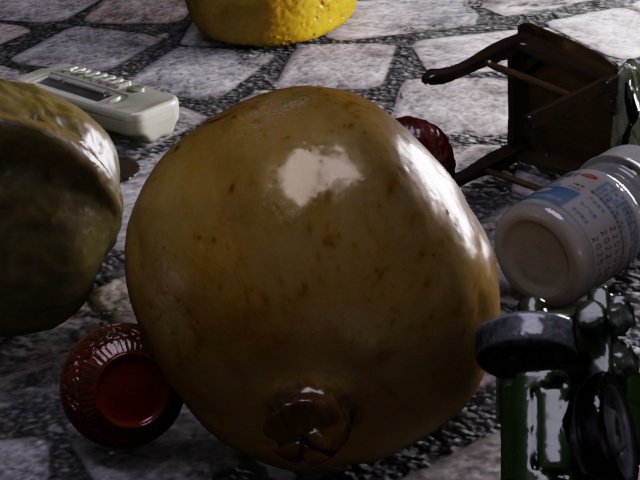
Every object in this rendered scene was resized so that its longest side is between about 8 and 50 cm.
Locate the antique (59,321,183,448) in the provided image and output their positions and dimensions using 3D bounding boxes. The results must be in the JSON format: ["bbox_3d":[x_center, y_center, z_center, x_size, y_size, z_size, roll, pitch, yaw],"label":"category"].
[{"bbox_3d":[-0.155,0.113,1.238,0.104,0.104,0.104,-3,26,2],"label":"antique"}]

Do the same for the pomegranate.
[{"bbox_3d":[-0.008,0.028,1.187,0.307,0.307,0.307,-3,26,2],"label":"pomegranate"}]

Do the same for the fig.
[{"bbox_3d":[0.079,-0.050,1.572,0.119,0.153,0.119,-1,63,2],"label":"fig"}]

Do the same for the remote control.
[{"bbox_3d":[-0.266,-0.165,1.891,0.230,0.049,0.090,20,35,40],"label":"remote control"}]

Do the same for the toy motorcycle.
[{"bbox_3d":[0.169,0.148,1.022,0.127,0.275,0.205,-7,59,16],"label":"toy motorcycle"}]

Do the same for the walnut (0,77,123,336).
[{"bbox_3d":[-0.311,-0.037,1.394,0.283,0.283,0.227,-3,50,3],"label":"walnut"}]

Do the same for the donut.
[{"bbox_3d":[-0.065,-0.349,2.177,0.278,0.108,0.277,-3,25,1],"label":"donut"}]

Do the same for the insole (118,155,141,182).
[{"bbox_3d":[-0.357,-0.087,1.793,0.328,0.007,0.111,4,25,16],"label":"insole"}]

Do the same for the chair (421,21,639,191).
[{"bbox_3d":[0.277,-0.135,1.628,0.319,0.160,0.186,-25,34,-33],"label":"chair"}]

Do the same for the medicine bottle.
[{"bbox_3d":[0.245,-0.015,1.439,0.105,0.105,0.168,19,34,39],"label":"medicine bottle"}]
